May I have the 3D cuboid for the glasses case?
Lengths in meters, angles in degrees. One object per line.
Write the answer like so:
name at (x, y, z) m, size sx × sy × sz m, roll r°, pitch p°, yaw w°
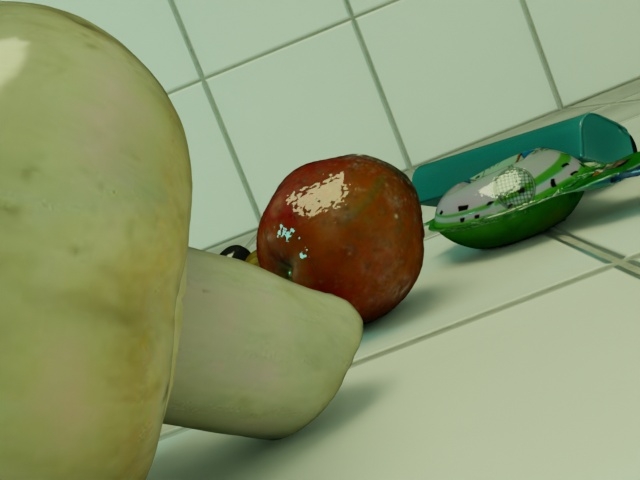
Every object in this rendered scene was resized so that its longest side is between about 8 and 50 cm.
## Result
glasses case at (0.264, -0.099, 1.148) m, size 0.117 × 0.070 × 0.301 m, roll 6°, pitch -13°, yaw -36°

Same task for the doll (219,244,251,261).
doll at (-0.132, 0.058, 1.263) m, size 0.102 × 0.089 × 0.179 m, roll 12°, pitch -17°, yaw -2°

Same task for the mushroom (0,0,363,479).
mushroom at (-0.181, 0.053, 0.526) m, size 0.325 × 0.353 × 0.353 m, roll -50°, pitch 19°, yaw -27°

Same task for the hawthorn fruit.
hawthorn fruit at (0.019, 0.007, 0.819) m, size 0.173 × 0.173 × 0.173 m, roll -22°, pitch 6°, yaw 2°

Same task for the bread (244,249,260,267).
bread at (-0.066, 0.065, 0.972) m, size 0.092 × 0.074 × 0.239 m, roll -55°, pitch 7°, yaw 1°

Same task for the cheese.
cheese at (0.246, -0.058, 0.924) m, size 0.204 × 0.083 × 0.320 m, roll -27°, pitch 7°, yaw -42°
